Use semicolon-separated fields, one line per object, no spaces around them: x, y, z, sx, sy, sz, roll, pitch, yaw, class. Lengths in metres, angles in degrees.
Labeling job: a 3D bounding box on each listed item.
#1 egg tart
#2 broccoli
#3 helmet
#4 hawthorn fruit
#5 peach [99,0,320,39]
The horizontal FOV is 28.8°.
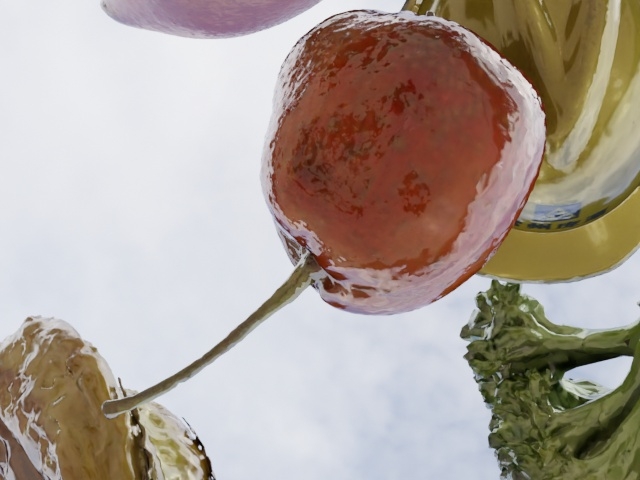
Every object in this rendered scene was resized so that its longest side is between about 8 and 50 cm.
-0.213;0.284;1.168;0.443;0.178;0.443;8;-80;56;egg tart
0.347;0.148;1.100;0.397;0.353;0.275;-40;-160;35;broccoli
0.143;-0.104;0.793;0.205;0.140;0.257;-1;-96;5;helmet
0.000;0.000;0.675;0.165;0.165;0.285;32;-108;27;hawthorn fruit
-0.059;-0.294;1.163;0.361;0.201;0.258;-43;-153;40;peach
